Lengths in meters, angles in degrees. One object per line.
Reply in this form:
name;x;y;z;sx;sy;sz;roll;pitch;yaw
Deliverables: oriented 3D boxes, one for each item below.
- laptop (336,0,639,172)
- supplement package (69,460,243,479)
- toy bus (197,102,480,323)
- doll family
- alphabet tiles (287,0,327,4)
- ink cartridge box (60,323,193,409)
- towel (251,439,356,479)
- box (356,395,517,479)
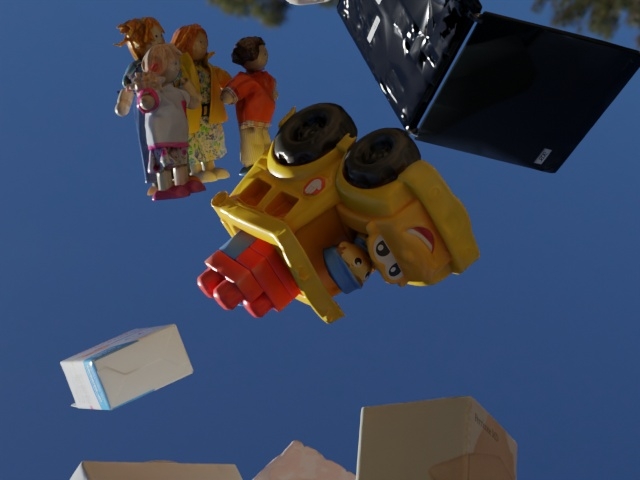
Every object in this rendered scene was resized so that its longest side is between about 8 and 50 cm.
laptop;0.153;-0.206;1.265;0.137;0.234;0.264;-21;-108;-21
supplement package;-0.130;0.362;1.152;0.178;0.175;0.293;10;-144;-39
toy bus;0.000;0.000;1.174;0.211;0.149;0.220;-43;-142;-18
doll family;-0.136;-0.131;1.225;0.118;0.163;0.263;-4;-172;25
alphabet tiles;0.076;-0.306;1.438;0.284;0.021;0.278;-4;171;19
ink cartridge box;-0.228;0.144;1.469;0.104;0.181;0.061;-23;-86;-25
towel;-0.013;0.420;1.512;0.332;0.053;0.317;27;-121;36
box;0.109;0.320;1.237;0.148;0.121;0.311;44;-137;-51
